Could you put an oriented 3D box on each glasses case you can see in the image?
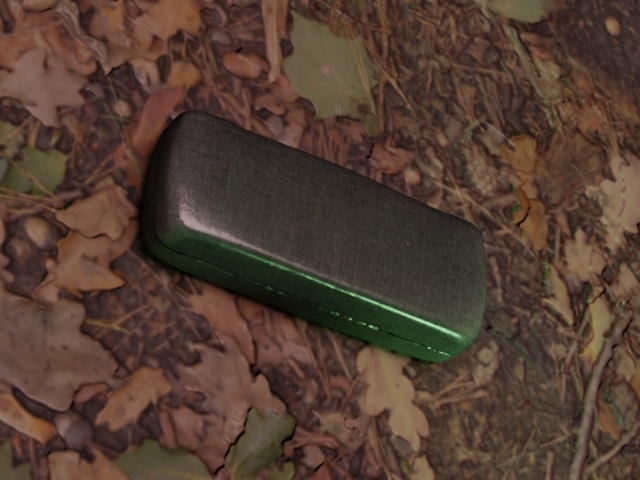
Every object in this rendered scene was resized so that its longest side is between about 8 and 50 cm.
[{"bbox_3d":[0.000,0.000,1.606,0.323,0.074,0.131,22,57,-25],"label":"glasses case"}]
